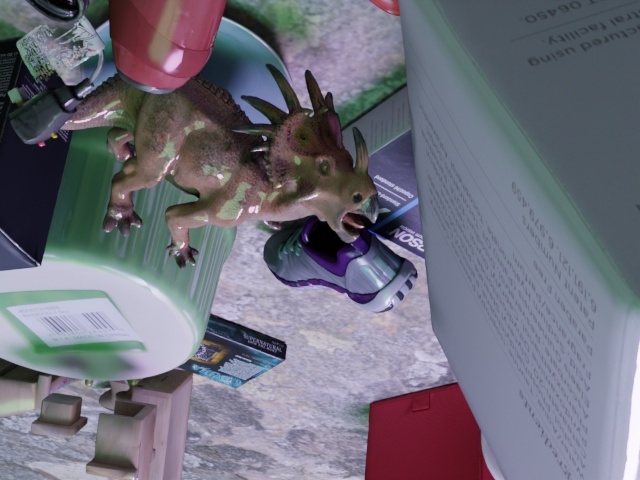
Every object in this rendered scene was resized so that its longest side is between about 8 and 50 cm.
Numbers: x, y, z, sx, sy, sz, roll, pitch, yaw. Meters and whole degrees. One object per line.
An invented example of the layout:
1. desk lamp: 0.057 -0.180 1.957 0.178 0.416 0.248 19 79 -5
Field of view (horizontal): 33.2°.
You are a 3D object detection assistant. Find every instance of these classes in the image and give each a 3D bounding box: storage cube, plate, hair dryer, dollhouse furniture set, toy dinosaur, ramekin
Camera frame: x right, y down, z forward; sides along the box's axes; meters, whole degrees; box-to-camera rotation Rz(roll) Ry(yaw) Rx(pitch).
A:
1. storage cube: 0.187 0.328 1.481 0.215 0.193 0.184 -17 141 33
2. plate: -0.116 -0.145 0.949 0.188 0.024 0.188 4 146 3
3. hair dryer: -0.172 -0.201 0.783 0.294 0.080 0.223 -24 116 19
4. dollhouse furniture set: -0.343 0.224 1.241 0.356 0.173 0.303 7 -173 5
5. toy dinosaur: -0.093 -0.088 0.913 0.296 0.127 0.200 28 133 -5
6. ramekin: -0.246 0.025 1.117 0.304 0.148 0.303 4 147 2

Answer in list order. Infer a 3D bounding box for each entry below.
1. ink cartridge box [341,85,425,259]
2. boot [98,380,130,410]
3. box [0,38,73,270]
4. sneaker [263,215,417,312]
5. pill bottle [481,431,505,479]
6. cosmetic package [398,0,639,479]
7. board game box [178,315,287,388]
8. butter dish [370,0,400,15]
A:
1. ink cartridge box: 0.112 -0.070 0.998 0.165 0.065 0.333 26 143 -30
2. boot: -0.279 0.198 1.496 0.119 0.042 0.087 -11 137 22
3. box: -0.369 -0.064 0.966 0.261 0.184 0.103 -5 145 17
4. sneaker: 0.000 0.000 1.066 0.224 0.083 0.098 12 150 53
5. pill bottle: 0.383 0.293 1.387 0.204 0.204 0.361 -20 139 34
6. cosmetic package: 0.265 0.007 0.712 0.330 0.327 0.393 -18 136 -6
7. board game box: -0.155 0.135 1.385 0.186 0.026 0.126 24 144 -27
8. butter dish: 0.067 -0.210 0.733 0.160 0.118 0.160 -18 140 32
